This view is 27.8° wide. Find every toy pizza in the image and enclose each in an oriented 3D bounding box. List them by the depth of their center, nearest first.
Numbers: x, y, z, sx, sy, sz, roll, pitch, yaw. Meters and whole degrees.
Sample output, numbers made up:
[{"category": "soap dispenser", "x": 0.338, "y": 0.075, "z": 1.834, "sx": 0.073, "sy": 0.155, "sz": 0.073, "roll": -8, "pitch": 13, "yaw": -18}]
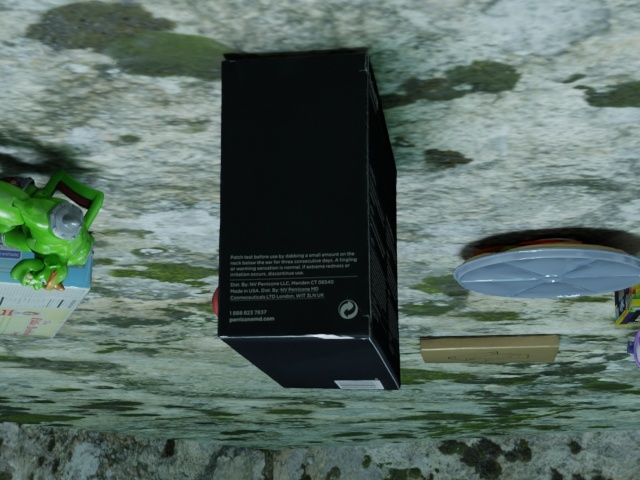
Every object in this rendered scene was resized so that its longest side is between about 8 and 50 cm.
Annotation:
[{"category": "toy pizza", "x": 0.238, "y": 0.025, "z": 1.340, "sx": 0.201, "sy": 0.032, "sz": 0.201, "roll": 1, "pitch": 165, "yaw": 0}]

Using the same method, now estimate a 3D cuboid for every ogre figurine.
[{"category": "ogre figurine", "x": -0.244, "y": -0.019, "z": 1.045, "sx": 0.118, "sy": 0.097, "sz": 0.197, "roll": 19, "pitch": 149, "yaw": -2}]

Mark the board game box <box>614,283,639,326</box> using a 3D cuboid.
[{"category": "board game box", "x": 0.426, "y": 0.063, "z": 1.460, "sx": 0.170, "sy": 0.048, "sz": 0.141, "roll": -2, "pitch": 168, "yaw": 5}]

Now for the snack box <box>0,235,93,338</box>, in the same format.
[{"category": "snack box", "x": -0.358, "y": 0.050, "z": 1.378, "sx": 0.187, "sy": 0.060, "sz": 0.322, "roll": 5, "pitch": 166, "yaw": -18}]

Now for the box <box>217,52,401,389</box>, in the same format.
[{"category": "box", "x": 0.000, "y": 0.000, "z": 0.915, "sx": 0.103, "sy": 0.184, "sz": 0.261, "roll": 0, "pitch": 166, "yaw": 8}]

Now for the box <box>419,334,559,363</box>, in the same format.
[{"category": "box", "x": 0.252, "y": 0.165, "z": 1.937, "sx": 0.201, "sy": 0.021, "sz": 0.164, "roll": -2, "pitch": 166, "yaw": 7}]

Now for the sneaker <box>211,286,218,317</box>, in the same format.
[{"category": "sneaker", "x": -0.065, "y": 0.092, "z": 1.502, "sx": 0.128, "sy": 0.087, "sz": 0.221, "roll": -15, "pitch": 159, "yaw": 42}]

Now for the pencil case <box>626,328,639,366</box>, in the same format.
[{"category": "pencil case", "x": 0.513, "y": 0.161, "z": 1.778, "sx": 0.206, "sy": 0.088, "sz": 0.086, "roll": 12, "pitch": 164, "yaw": -43}]
